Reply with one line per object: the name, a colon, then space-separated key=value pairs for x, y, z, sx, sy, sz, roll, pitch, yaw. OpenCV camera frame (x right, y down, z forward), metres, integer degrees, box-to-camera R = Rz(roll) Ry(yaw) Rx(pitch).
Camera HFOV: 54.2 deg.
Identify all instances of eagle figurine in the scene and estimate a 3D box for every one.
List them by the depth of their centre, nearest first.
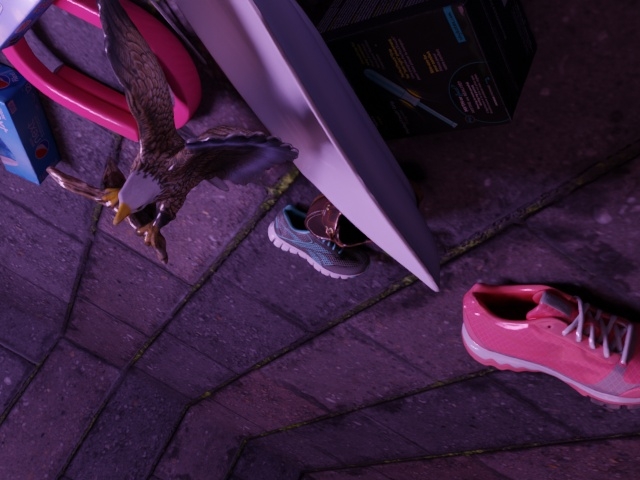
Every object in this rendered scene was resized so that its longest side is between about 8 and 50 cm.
eagle figurine: x=-0.169 y=-0.104 z=0.707 sx=0.226 sy=0.225 sz=0.298 roll=8 pitch=139 yaw=-30

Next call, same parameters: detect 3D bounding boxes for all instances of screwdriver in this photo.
screwdriver: x=-0.183 y=-0.269 z=0.721 sx=0.025 sy=0.024 sz=0.170 roll=-31 pitch=129 yaw=22

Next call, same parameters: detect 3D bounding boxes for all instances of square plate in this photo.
square plate: x=-0.029 y=-0.142 z=0.616 sx=0.344 sy=0.049 sz=0.347 roll=53 pitch=176 yaw=-35

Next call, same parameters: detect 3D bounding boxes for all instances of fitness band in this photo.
fitness band: x=-0.292 y=-0.240 z=0.816 sx=0.290 sy=0.054 sz=0.209 roll=26 pitch=146 yaw=0

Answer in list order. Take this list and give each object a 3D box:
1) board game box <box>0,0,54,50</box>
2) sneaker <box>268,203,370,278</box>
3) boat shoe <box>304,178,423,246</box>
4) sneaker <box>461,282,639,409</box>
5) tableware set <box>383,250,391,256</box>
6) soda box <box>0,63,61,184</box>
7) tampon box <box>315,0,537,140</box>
board game box: x=-0.355 y=-0.326 z=0.683 sx=0.211 sy=0.039 sz=0.160 roll=-19 pitch=113 yaw=41
sneaker: x=0.000 y=0.000 z=0.939 sx=0.166 sy=0.065 sz=0.076 roll=23 pitch=145 yaw=3
boat shoe: x=0.040 y=-0.028 z=0.811 sx=0.073 sy=0.073 sz=0.207 roll=40 pitch=152 yaw=-22
sneaker: x=0.330 y=0.127 z=0.825 sx=0.313 sy=0.116 sz=0.136 roll=7 pitch=143 yaw=30
tableware set: x=0.092 y=-0.029 z=0.865 sx=0.104 sy=0.024 sz=0.154 roll=-4 pitch=139 yaw=45
soda box: x=-0.498 y=-0.187 z=1.030 sx=0.071 sy=0.067 sz=0.210 roll=24 pitch=148 yaw=5
tampon box: x=0.091 y=-0.173 z=0.569 sx=0.160 sy=0.102 sz=0.120 roll=-1 pitch=139 yaw=39
